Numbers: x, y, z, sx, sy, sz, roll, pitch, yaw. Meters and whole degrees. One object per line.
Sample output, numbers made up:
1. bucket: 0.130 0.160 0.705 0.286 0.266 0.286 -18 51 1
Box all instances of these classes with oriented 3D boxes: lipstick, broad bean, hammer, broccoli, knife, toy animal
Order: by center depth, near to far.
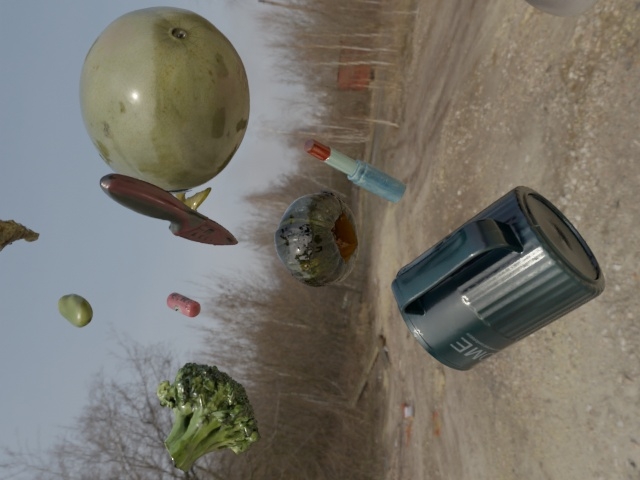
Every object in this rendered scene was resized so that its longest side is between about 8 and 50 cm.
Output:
1. knife: -0.125 -0.016 0.438 0.018 0.035 0.247 60 -177 15
2. broad bean: -0.462 0.132 0.903 0.045 0.083 0.063 -7 -66 -55
3. hammer: -0.308 0.145 1.067 0.043 0.083 0.043 -44 -36 -43
4. lipstick: 0.083 -0.175 1.175 0.061 0.274 0.068 -61 19 11
5. broccoli: -0.301 0.462 1.217 0.245 0.288 0.248 -40 -5 -34
6. toy animal: -0.402 -0.087 1.432 0.095 0.219 0.155 -72 -36 -69

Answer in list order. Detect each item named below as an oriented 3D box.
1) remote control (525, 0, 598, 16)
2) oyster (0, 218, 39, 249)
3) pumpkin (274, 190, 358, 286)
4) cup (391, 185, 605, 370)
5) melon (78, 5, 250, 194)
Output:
1. remote control: 0.318 -0.487 0.738 0.103 0.332 0.221 -44 16 10
2. oyster: -0.957 0.007 1.283 0.396 0.111 0.204 -69 -41 -58
3. pumpkin: 0.000 0.000 1.521 0.320 0.192 0.320 11 -103 -58
4. cup: 0.301 0.054 0.875 0.292 0.308 0.242 -42 23 35
5. melon: -0.255 -0.223 0.798 0.330 0.269 0.268 129 153 -58
